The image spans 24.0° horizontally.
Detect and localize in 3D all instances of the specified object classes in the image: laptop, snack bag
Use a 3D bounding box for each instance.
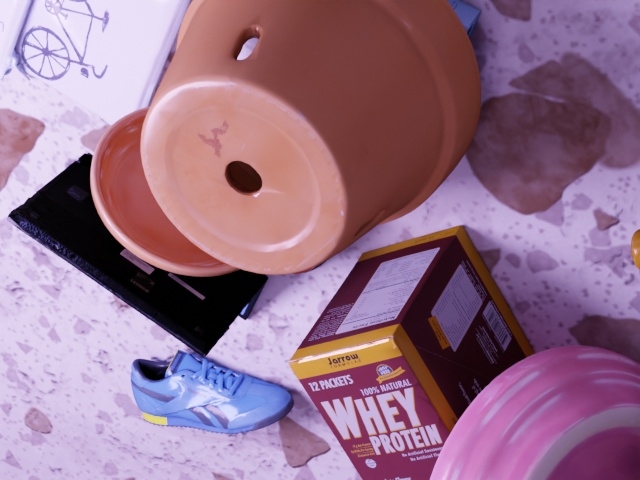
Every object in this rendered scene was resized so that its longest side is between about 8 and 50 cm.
[{"bbox_3d":[-0.189,0.032,1.566,0.234,0.264,0.136,34,122,2],"label":"laptop"},{"bbox_3d":[-0.283,-0.283,1.521,0.343,0.037,0.323,33,132,3],"label":"snack bag"}]

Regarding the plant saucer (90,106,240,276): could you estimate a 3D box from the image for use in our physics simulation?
[{"bbox_3d":[-0.134,-0.046,1.507,0.200,0.200,0.037,35,142,2],"label":"plant saucer"}]

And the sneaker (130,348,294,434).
[{"bbox_3d":[-0.132,0.172,1.753,0.209,0.069,0.082,1,120,28],"label":"sneaker"}]

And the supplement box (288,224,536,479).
[{"bbox_3d":[0.101,0.126,1.505,0.129,0.194,0.191,-17,114,37],"label":"supplement box"}]

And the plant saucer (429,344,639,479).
[{"bbox_3d":[0.248,0.269,1.442,0.084,0.332,0.332,16,137,57],"label":"plant saucer"}]

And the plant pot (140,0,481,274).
[{"bbox_3d":[-0.026,-0.104,1.344,0.291,0.203,0.290,15,131,19],"label":"plant pot"}]

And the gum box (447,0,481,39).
[{"bbox_3d":[0.039,-0.186,1.413,0.184,0.041,0.157,27,132,8],"label":"gum box"}]

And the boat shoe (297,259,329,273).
[{"bbox_3d":[0.000,0.000,1.570,0.049,0.043,0.137,42,134,-8],"label":"boat shoe"}]

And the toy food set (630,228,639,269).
[{"bbox_3d":[0.364,0.093,1.384,0.105,0.111,0.232,-6,98,32],"label":"toy food set"}]
